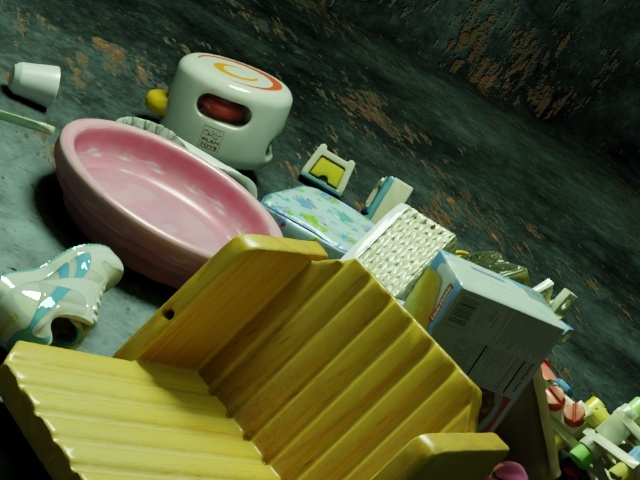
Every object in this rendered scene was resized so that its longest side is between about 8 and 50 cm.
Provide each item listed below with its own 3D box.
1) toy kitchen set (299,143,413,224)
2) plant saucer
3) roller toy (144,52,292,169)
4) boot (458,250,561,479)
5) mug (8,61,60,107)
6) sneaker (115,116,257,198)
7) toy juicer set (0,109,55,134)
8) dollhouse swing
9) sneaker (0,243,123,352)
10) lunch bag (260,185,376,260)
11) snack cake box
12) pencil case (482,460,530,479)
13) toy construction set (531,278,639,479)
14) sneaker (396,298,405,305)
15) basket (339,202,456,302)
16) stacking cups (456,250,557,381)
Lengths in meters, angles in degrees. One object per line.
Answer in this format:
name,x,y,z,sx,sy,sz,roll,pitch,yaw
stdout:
toy kitchen set,0.042,-0.074,2.375,0.166,0.122,0.207,31,-1,-4
plant saucer,-0.208,-0.037,1.889,0.332,0.084,0.332,29,20,-11
roller toy,-0.154,-0.200,2.277,0.209,0.146,0.191,4,24,-44
boot,0.228,0.160,1.878,0.089,0.269,0.236,-13,11,-8
mug,-0.422,-0.227,2.088,0.064,0.078,0.062,12,58,-26
sneaker,-0.204,-0.105,2.088,0.235,0.090,0.095,32,6,-13
toy juicer set,-0.507,-0.139,1.701,0.209,0.089,0.329,22,15,33
dollhouse swing,-0.074,0.141,1.380,0.347,0.315,0.305,48,4,37
sneaker,-0.276,0.071,1.533,0.092,0.087,0.229,43,27,9
lunch bag,0.000,0.000,2.098,0.176,0.090,0.219,31,17,14
snack cake box,0.143,0.159,1.666,0.152,0.264,0.089,23,21,-26
pencil case,0.245,0.339,1.614,0.098,0.095,0.209,-19,47,-21
toy construction set,0.340,0.221,1.911,0.327,0.151,0.215,61,-4,32
sneaker,0.124,0.109,1.868,0.152,0.053,0.061,32,16,1
basket,0.105,0.049,1.990,0.103,0.113,0.167,29,53,27
stacking cups,0.271,0.139,2.173,0.096,0.096,0.316,16,24,-39
